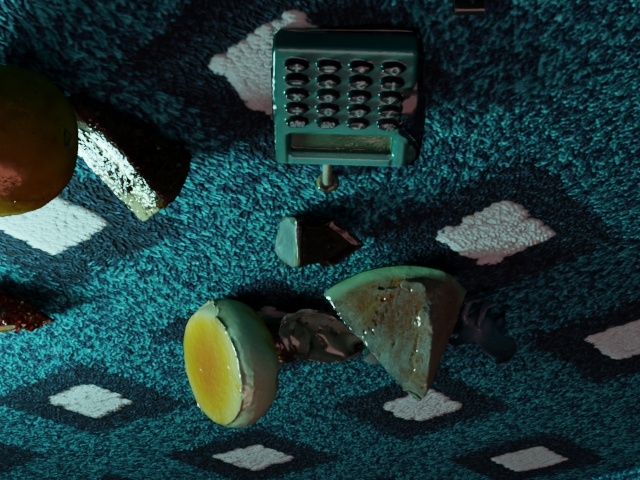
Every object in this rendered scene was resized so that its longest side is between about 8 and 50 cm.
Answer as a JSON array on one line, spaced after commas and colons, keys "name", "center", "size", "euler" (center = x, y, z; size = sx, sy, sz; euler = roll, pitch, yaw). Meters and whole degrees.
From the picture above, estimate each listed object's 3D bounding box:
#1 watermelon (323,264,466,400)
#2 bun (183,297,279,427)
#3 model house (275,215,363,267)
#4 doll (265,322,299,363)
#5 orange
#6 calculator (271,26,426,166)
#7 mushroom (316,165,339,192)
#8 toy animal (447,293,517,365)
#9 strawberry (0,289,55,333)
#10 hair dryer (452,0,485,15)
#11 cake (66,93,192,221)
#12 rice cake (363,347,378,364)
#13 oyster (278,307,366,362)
[{"name": "watermelon", "center": [0.197, 0.194, 2.035], "size": [0.283, 0.293, 0.250], "euler": [-19, 173, 25]}, {"name": "bun", "center": [-0.183, 0.269, 2.115], "size": [0.164, 0.299, 0.299], "euler": [-12, 158, -36]}, {"name": "model house", "center": [-0.003, 0.000, 1.853], "size": [0.152, 0.106, 0.165], "euler": [-3, -174, -19]}, {"name": "doll", "center": [-0.132, 0.257, 2.256], "size": [0.188, 0.096, 0.145], "euler": [-12, 140, 35]}, {"name": "orange", "center": [-0.493, -0.155, 1.443], "size": [0.239, 0.240, 0.240], "euler": [-1, 148, 0]}, {"name": "calculator", "center": [0.045, -0.219, 1.486], "size": [0.248, 0.058, 0.274], "euler": [1, 140, 0]}, {"name": "mushroom", "center": [0.049, -0.179, 1.611], "size": [0.068, 0.043, 0.306], "euler": [-9, 152, -27]}, {"name": "toy animal", "center": [0.365, 0.212, 2.138], "size": [0.255, 0.239, 0.176], "euler": [-29, 130, -35]}, {"name": "strawberry", "center": [-0.765, 0.158, 2.070], "size": [0.306, 0.138, 0.233], "euler": [-10, 178, -37]}, {"name": "hair dryer", "center": [0.218, -0.359, 1.334], "size": [0.047, 0.026, 0.083], "euler": [-1, 145, -2]}, {"name": "cake", "center": [-0.346, -0.133, 1.576], "size": [0.246, 0.135, 0.112], "euler": [27, 140, -36]}, {"name": "rice cake", "center": [0.178, 0.240, 2.279], "size": [0.045, 0.042, 0.245], "euler": [28, 142, -14]}, {"name": "oyster", "center": [0.021, 0.217, 2.196], "size": [0.252, 0.087, 0.199], "euler": [-13, 129, -19]}]
